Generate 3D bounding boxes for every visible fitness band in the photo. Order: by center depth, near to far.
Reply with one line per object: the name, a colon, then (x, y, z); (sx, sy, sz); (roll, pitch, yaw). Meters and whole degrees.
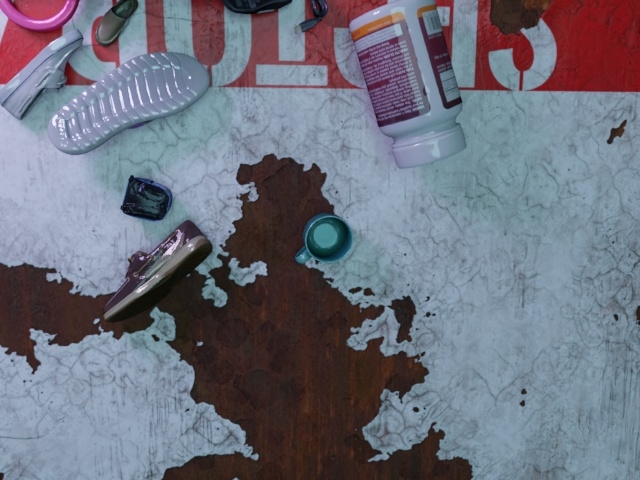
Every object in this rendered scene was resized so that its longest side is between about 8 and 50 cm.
fitness band: (-0.696, -0.650, 1.483); (0.209, 0.054, 0.291); (-21, 101, -5)

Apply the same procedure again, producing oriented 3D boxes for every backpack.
backpack: (-0.444, -0.106, 1.602); (0.114, 0.084, 0.105); (17, 97, -6)

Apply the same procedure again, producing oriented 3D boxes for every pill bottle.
pill bottle: (0.233, -0.399, 1.586); (0.224, 0.224, 0.392); (-19, 102, -5)

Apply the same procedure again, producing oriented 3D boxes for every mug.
mug: (0.004, -0.009, 1.683); (0.157, 0.097, 0.129); (-5, 101, -7)

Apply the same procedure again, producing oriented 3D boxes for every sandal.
sandal: (-0.479, -0.346, 1.550); (0.416, 0.102, 0.169); (-27, 88, -13)

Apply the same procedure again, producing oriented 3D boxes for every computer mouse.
computer mouse: (-0.113, -0.600, 1.578); (0.262, 0.060, 0.184); (-24, 92, -14)

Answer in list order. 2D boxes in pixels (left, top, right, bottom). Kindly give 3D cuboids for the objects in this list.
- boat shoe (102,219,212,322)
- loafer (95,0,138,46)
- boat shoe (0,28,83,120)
boat shoe: (-0.447, 0.078, 1.633); (0.342, 0.123, 0.123); (-41, 74, 5)
loafer: (-0.509, -0.548, 1.531); (0.056, 0.050, 0.148); (34, 93, -13)
boat shoe: (-0.668, -0.401, 1.511); (0.267, 0.096, 0.088); (-41, 107, 1)
